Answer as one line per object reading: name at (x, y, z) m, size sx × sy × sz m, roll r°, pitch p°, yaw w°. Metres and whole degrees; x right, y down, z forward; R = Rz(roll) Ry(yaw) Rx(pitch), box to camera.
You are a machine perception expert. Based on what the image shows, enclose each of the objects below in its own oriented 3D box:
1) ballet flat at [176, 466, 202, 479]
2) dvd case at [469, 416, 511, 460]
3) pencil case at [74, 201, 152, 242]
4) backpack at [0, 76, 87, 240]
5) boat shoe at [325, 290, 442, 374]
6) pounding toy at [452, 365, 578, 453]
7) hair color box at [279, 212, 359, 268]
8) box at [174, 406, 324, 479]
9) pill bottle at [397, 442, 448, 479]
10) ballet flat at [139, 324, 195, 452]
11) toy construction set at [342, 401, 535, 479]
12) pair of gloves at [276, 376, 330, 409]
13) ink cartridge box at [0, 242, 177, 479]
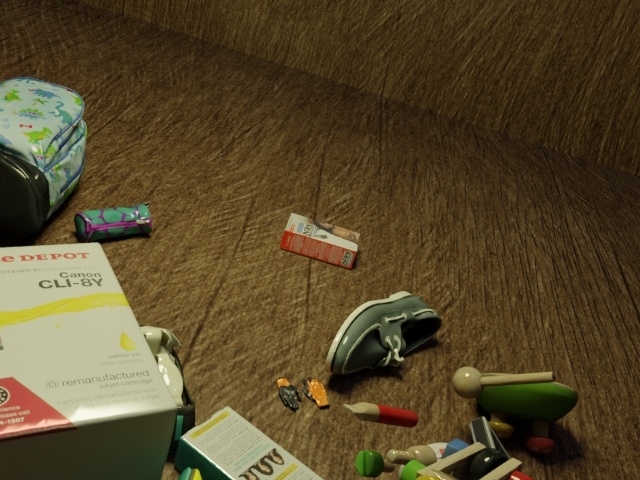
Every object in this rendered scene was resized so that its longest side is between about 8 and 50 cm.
ballet flat at (-0.179, 0.378, 0.862) m, size 0.077 × 0.077 × 0.231 m, roll 38°, pitch 31°, yaw -6°
dvd case at (0.275, 0.387, 1.005) m, size 0.179 × 0.029 × 0.239 m, roll 56°, pitch 16°, yaw -25°
pencil case at (-0.414, -0.036, 1.459) m, size 0.151 × 0.065 × 0.070 m, roll -12°, pitch 15°, yaw -41°
backpack at (-0.608, -0.179, 1.454) m, size 0.290 × 0.274 × 0.355 m, roll 12°, pitch 16°, yaw 5°
boat shoe at (0.123, 0.175, 1.329) m, size 0.099 × 0.116 × 0.319 m, roll 27°, pitch 25°, yaw 26°
pounding toy at (0.330, 0.293, 1.224) m, size 0.182 × 0.110 × 0.237 m, roll -1°, pitch -22°, yaw 31°
hair color box at (0.000, 0.000, 1.636) m, size 0.167 × 0.053 × 0.093 m, roll 17°, pitch 27°, yaw -2°
box at (-0.077, 0.335, 0.989) m, size 0.244 × 0.060 × 0.100 m, roll 31°, pitch 32°, yaw 25°
pill bottle at (0.184, 0.385, 0.994) m, size 0.108 × 0.108 × 0.193 m, roll 6°, pitch 30°, yaw -19°
ballet flat at (-0.247, 0.194, 1.110) m, size 0.095 × 0.096 × 0.280 m, roll -3°, pitch 34°, yaw -32°
toy construction set at (0.095, 0.320, 0.843) m, size 0.237 × 0.257 × 0.309 m, roll 23°, pitch 26°, yaw -42°
pair of gloves at (-0.030, 0.254, 1.212) m, size 0.083 × 0.010 × 0.074 m, roll 2°, pitch 32°, yaw -25°
ink cartridge box at (-0.399, 0.172, 0.997) m, size 0.279 × 0.161 × 0.385 m, roll -3°, pitch 34°, yaw -32°
